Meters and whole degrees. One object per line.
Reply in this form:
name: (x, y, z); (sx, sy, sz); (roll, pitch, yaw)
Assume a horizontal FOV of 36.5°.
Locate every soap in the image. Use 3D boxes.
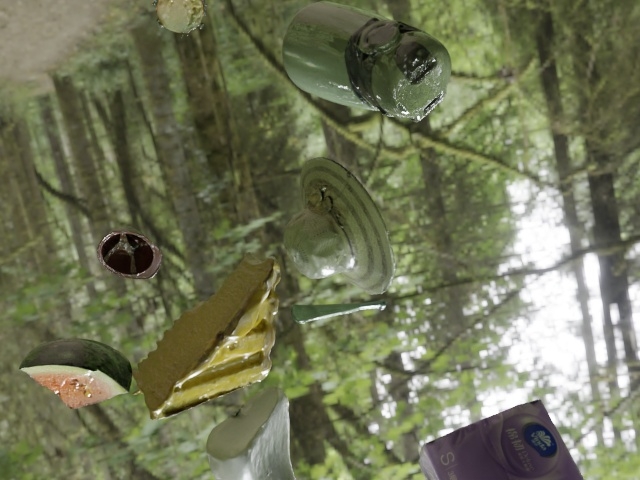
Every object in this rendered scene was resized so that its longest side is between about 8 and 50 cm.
soap: (-0.255, 0.195, 2.114); (0.169, 0.305, 0.338); (22, -155, 38)

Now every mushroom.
mushroom: (-0.084, 0.407, 1.637); (0.159, 0.329, 0.122); (-22, -148, -5)

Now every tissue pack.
tissue pack: (0.345, 0.473, 1.660); (0.242, 0.338, 0.160); (-22, 153, -8)

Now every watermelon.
watermelon: (-0.443, 0.220, 1.746); (0.137, 0.145, 0.193); (-49, -146, -14)

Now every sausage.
sausage: (-0.224, -0.408, 1.528); (0.083, 0.083, 0.264); (-13, -146, -1)

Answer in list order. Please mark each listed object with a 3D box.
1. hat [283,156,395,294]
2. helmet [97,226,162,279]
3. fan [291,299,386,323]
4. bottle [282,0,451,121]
hat: (0.000, 0.000, 1.551); (0.110, 0.252, 0.252); (-28, -162, -25)
helmet: (-0.327, 0.014, 1.665); (0.111, 0.089, 0.057); (27, -161, -22)
fan: (0.036, 0.130, 1.809); (0.193, 0.038, 0.016); (-4, 146, -23)
bottle: (0.079, -0.296, 1.599); (0.168, 0.169, 0.347); (-18, -154, -24)
